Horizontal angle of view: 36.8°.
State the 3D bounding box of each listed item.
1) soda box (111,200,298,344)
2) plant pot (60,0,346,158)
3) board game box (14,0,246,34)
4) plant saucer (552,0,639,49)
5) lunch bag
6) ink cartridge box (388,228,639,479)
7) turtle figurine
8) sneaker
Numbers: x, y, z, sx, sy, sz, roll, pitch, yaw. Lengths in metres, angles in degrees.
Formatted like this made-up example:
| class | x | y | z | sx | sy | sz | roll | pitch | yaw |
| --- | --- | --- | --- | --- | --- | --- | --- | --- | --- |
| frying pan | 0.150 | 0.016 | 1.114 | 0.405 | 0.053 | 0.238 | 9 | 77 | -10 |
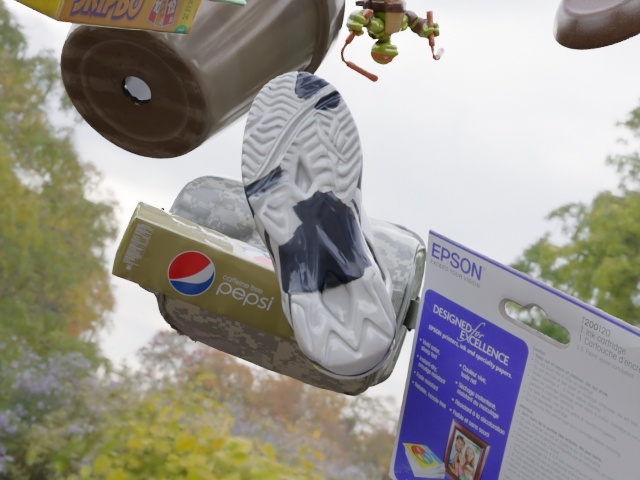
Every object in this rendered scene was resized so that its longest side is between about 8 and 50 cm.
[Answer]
| class | x | y | z | sx | sy | sz | roll | pitch | yaw |
| --- | --- | --- | --- | --- | --- | --- | --- | --- | --- |
| soda box | -0.091 | 0.029 | 0.863 | 0.181 | 0.058 | 0.061 | 23 | 11 | -14 |
| plant pot | -0.162 | -0.253 | 1.177 | 0.323 | 0.280 | 0.323 | 13 | -44 | 13 |
| board game box | -0.165 | -0.146 | 0.409 | 0.259 | 0.039 | 0.124 | 24 | 15 | 10 |
| plant saucer | 0.389 | -0.326 | 1.255 | 0.198 | 0.198 | 0.036 | 3 | -41 | 50 |
| lunch bag | -0.036 | 0.043 | 1.099 | 0.305 | 0.212 | 0.256 | 18 | -8 | 6 |
| ink cartridge box | 0.139 | 0.118 | 0.634 | 0.045 | 0.208 | 0.206 | -11 | 28 | -37 |
| turtle figurine | 0.104 | -0.343 | 1.366 | 0.087 | 0.217 | 0.269 | 19 | 21 | 36 |
| sneaker | 0.000 | 0.000 | 0.745 | 0.094 | 0.235 | 0.153 | -18 | -18 | -6 |
